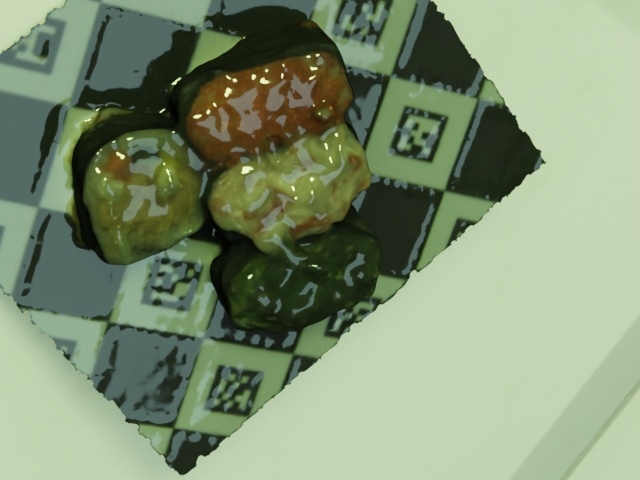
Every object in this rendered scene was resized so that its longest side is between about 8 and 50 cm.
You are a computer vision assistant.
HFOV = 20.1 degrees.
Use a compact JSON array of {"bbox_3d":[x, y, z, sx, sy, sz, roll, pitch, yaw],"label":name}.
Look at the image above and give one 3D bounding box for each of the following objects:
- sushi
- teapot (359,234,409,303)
[{"bbox_3d":[-0.029,-0.027,0.784,0.231,0.047,0.219,-41,121,-3],"label":"sushi"},{"bbox_3d":[0.002,0.003,0.865,0.083,0.049,0.063,-5,126,-29],"label":"teapot"}]
